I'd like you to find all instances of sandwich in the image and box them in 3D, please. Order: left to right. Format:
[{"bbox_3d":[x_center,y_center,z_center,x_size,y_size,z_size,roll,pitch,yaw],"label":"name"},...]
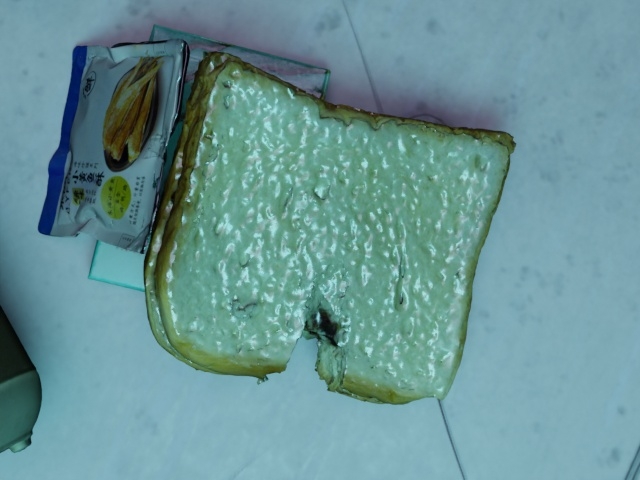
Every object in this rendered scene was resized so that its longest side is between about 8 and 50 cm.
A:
[{"bbox_3d":[0.000,0.000,0.891,0.273,0.095,0.249,13,90,-19],"label":"sandwich"}]

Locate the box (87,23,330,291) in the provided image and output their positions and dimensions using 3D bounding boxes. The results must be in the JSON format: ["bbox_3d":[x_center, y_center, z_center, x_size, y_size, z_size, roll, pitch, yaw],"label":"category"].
[{"bbox_3d":[-0.094,-0.057,0.947,0.160,0.042,0.227,14,87,-3],"label":"box"}]

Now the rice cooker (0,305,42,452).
[{"bbox_3d":[-0.399,0.068,0.800,0.335,0.335,0.325,-29,88,-3],"label":"rice cooker"}]

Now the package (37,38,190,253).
[{"bbox_3d":[-0.175,-0.080,0.903,0.027,0.173,0.171,11,87,-45],"label":"package"}]
